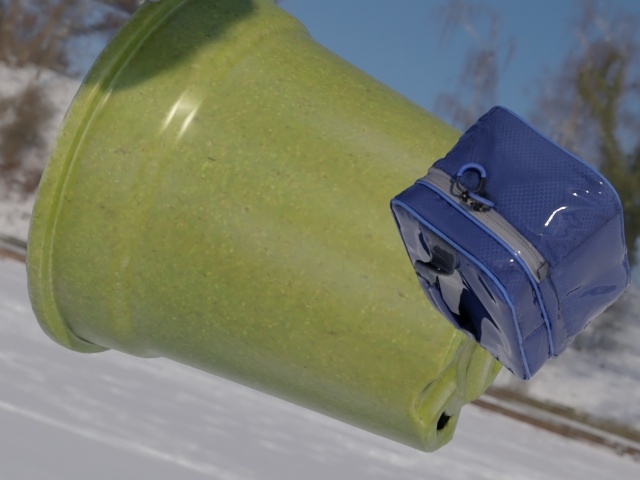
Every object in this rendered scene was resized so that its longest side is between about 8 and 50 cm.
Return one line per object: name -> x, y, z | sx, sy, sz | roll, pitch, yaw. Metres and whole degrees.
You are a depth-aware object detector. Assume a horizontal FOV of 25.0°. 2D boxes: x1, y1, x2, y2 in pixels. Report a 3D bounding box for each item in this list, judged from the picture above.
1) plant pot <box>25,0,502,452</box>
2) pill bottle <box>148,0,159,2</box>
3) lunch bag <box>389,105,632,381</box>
plant pot -> 0.000, 0.000, 0.912 | 0.253, 0.276, 0.276 | 26, -4, 18
pill bottle -> -0.146, -0.230, 0.792 | 0.208, 0.118, 0.117 | 38, -13, -24
lunch bag -> 0.067, 0.004, 0.526 | 0.067, 0.065, 0.098 | 40, -11, 31
